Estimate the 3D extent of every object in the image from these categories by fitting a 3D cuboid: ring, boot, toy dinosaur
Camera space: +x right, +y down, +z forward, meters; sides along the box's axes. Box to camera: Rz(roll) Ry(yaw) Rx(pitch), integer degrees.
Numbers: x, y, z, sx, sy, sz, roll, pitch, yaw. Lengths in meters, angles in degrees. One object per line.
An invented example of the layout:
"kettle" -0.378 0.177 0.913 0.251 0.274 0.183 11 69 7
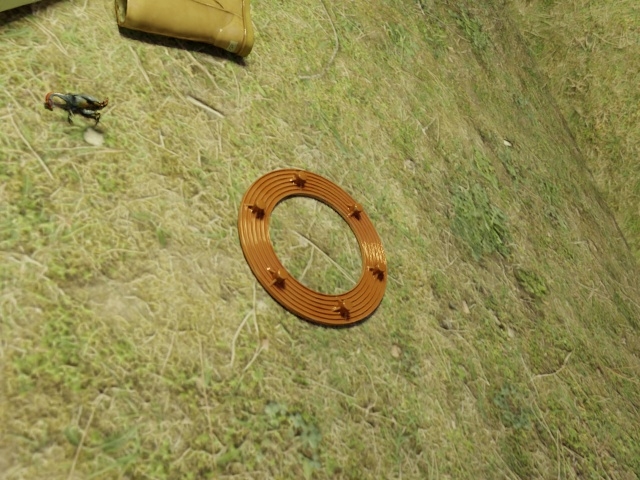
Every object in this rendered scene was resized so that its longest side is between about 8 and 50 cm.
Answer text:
"ring" 0.000 0.000 1.071 0.337 0.032 0.336 21 50 -27
"boot" -0.276 -0.502 1.149 0.270 0.089 0.236 4 60 -36
"toy dinosaur" -0.398 -0.221 0.912 0.082 0.047 0.090 20 17 -16

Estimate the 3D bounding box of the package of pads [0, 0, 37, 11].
"package of pads" -0.538 -0.498 0.909 0.229 0.101 0.296 42 36 -8
